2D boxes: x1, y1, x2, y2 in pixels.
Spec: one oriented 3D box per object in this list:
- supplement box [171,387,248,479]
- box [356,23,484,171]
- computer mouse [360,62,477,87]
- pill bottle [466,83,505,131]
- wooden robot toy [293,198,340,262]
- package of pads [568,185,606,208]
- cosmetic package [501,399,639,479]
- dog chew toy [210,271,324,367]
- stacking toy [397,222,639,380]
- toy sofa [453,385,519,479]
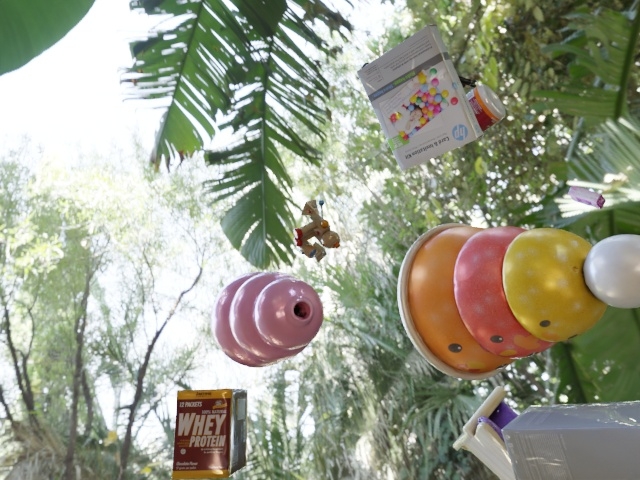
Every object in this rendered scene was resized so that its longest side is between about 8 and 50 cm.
[{"bbox_3d":[-0.259,0.458,1.190,0.129,0.191,0.194,-3,-18,3],"label":"supplement box"},{"bbox_3d":[0.158,-0.224,0.798,0.145,0.186,0.038,-20,9,41],"label":"box"},{"bbox_3d":[0.197,-0.322,0.992,0.242,0.071,0.041,6,-73,-4],"label":"computer mouse"},{"bbox_3d":[0.307,-0.254,1.053,0.086,0.086,0.152,20,-41,-36],"label":"pill bottle"},{"bbox_3d":[0.000,0.000,0.939,0.076,0.079,0.173,-37,-29,-27],"label":"wooden robot toy"},{"bbox_3d":[0.713,-0.116,1.321,0.050,0.083,0.032,25,-85,-41],"label":"package of pads"},{"bbox_3d":[0.439,0.329,0.802,0.127,0.107,0.238,-9,-8,-42],"label":"cosmetic package"},{"bbox_3d":[-0.100,0.152,0.992,0.207,0.206,0.332,1,-12,-24],"label":"dog chew toy"},{"bbox_3d":[0.401,0.084,0.927,0.351,0.350,0.480,0,-14,-23],"label":"stacking toy"},{"bbox_3d":[0.486,0.495,1.058,0.150,0.362,0.177,-34,-28,-30],"label":"toy sofa"}]
